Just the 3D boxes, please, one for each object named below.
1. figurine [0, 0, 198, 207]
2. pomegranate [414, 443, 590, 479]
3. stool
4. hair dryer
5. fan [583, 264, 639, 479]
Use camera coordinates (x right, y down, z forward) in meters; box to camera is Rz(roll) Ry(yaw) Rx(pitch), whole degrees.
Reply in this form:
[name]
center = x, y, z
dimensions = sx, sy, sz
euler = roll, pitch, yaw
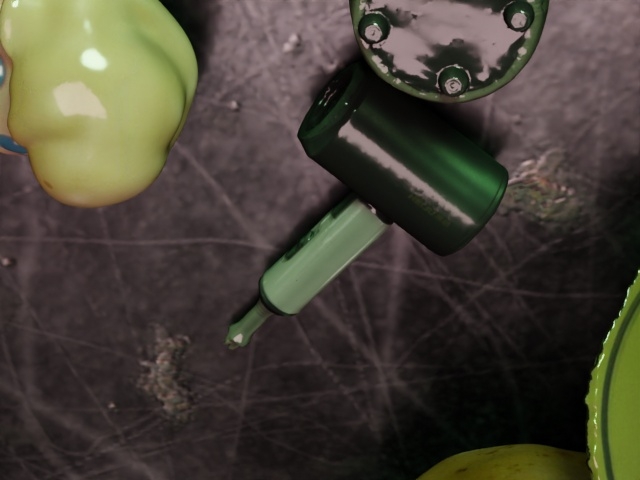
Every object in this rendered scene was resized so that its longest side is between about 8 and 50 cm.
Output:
[figurine]
center = -0.159, -0.083, 0.711
dimensions = 0.196, 0.108, 0.114
euler = 10, 107, 8
[pomegranate]
center = 0.115, 0.216, 0.794
dimensions = 0.233, 0.233, 0.233
euler = 3, 122, 4
[stool]
center = 0.058, -0.115, 0.658
dimensions = 0.096, 0.110, 0.096
euler = 3, 118, 6
[hair dryer]
center = 0.000, 0.000, 0.777
dimensions = 0.100, 0.057, 0.197
euler = 35, 124, -13
[fan]
center = 0.233, 0.128, 0.732
dimensions = 0.230, 0.011, 0.334
euler = -4, 86, -24
